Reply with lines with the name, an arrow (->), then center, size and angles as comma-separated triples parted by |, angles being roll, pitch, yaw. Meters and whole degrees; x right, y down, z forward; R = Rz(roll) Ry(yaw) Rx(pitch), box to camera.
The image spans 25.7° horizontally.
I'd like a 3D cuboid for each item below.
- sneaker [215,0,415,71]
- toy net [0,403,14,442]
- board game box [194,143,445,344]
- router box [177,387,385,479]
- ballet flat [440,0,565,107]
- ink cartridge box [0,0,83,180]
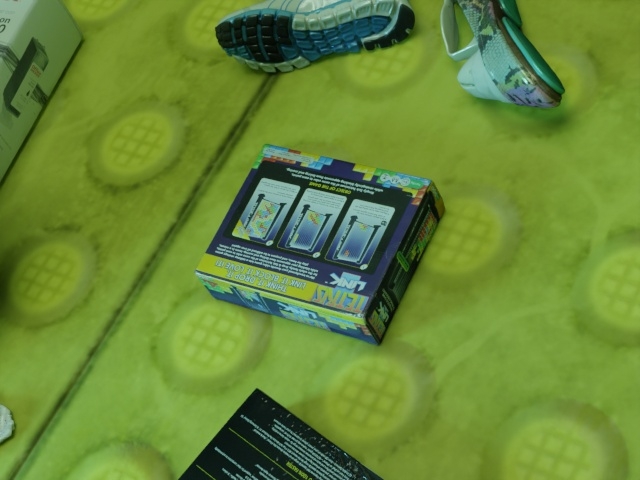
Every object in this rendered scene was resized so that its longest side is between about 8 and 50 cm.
sneaker -> -0.006, -0.217, 1.337 | 0.191, 0.071, 0.083 | -7, 48, 8
toy net -> -0.380, 0.184, 1.217 | 0.232, 0.045, 0.122 | -11, 53, 15
board game box -> 0.000, 0.000, 1.188 | 0.170, 0.048, 0.141 | 15, 66, 29
router box -> -0.025, 0.210, 1.052 | 0.179, 0.046, 0.133 | 32, 73, 36
ballet flat -> 0.151, -0.176, 1.242 | 0.079, 0.077, 0.221 | -35, 44, 20
ink cartridge box -> -0.363, -0.161, 1.421 | 0.159, 0.092, 0.218 | 9, 59, 27
